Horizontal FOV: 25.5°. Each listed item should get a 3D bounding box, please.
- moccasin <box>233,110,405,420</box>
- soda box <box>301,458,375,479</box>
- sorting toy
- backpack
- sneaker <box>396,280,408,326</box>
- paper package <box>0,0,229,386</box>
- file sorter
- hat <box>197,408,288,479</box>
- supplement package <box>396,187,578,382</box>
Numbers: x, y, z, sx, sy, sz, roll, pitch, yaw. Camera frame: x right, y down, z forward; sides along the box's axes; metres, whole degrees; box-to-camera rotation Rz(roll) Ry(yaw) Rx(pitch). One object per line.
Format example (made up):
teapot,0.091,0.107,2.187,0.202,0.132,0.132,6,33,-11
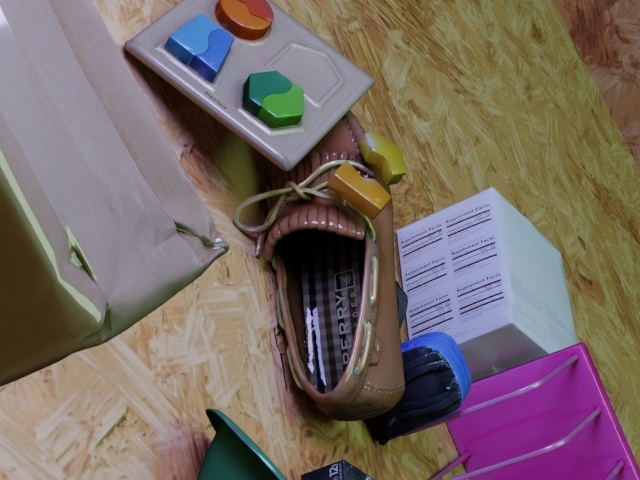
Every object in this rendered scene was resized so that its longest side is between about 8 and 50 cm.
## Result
moccasin,-0.003,0.001,1.497,0.147,0.139,0.380,37,47,-59
soda box,0.021,0.301,1.360,0.060,0.053,0.169,39,36,-42
sorting toy,-0.028,-0.161,1.485,0.307,0.041,0.229,37,40,4
backpack,0.105,0.151,1.567,0.098,0.120,0.101,61,26,-8
sneaker,0.045,0.020,1.628,0.121,0.079,0.216,29,52,-55
paper package,-0.275,-0.050,0.794,0.309,0.325,0.168,63,27,-8
file sorter,0.244,0.300,1.618,0.182,0.202,0.290,-18,85,-61
hat,-0.101,0.270,1.195,0.208,0.183,0.173,29,-26,58
supplement package,0.214,0.083,1.795,0.194,0.149,0.203,38,37,-43
